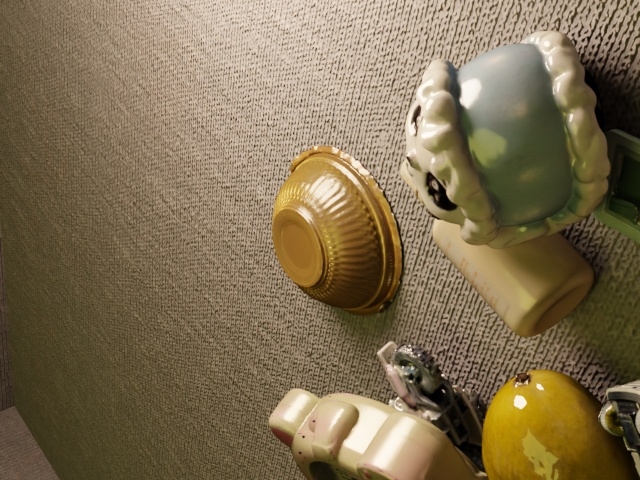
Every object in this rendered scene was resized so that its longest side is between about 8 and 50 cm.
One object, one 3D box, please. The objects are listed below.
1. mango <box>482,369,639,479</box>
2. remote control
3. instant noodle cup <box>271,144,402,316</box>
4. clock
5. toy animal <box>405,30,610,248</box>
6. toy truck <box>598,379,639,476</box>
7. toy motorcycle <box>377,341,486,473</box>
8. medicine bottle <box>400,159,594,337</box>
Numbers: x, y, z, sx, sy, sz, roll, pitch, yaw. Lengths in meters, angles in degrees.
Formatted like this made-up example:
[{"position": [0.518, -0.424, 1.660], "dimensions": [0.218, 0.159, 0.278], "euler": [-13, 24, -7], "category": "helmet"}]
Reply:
[{"position": [0.283, 0.300, 1.102], "dimensions": [0.195, 0.142, 0.331], "euler": [17, 126, 57], "category": "mango"}, {"position": [0.378, -0.010, 0.877], "dimensions": [0.293, 0.051, 0.103], "euler": [37, 135, 45], "category": "remote control"}, {"position": [0.000, 0.000, 1.393], "dimensions": [0.274, 0.091, 0.274], "euler": [30, 130, 44], "category": "instant noodle cup"}, {"position": [0.085, 0.319, 1.260], "dimensions": [0.309, 0.114, 0.284], "euler": [8, 142, 48], "category": "clock"}, {"position": [0.183, -0.106, 0.959], "dimensions": [0.156, 0.204, 0.208], "euler": [37, -140, -75], "category": "toy animal"}, {"position": [0.381, 0.239, 0.954], "dimensions": [0.098, 0.114, 0.227], "euler": [141, 107, -78], "category": "toy truck"}, {"position": [0.129, 0.243, 1.321], "dimensions": [0.204, 0.108, 0.239], "euler": [-2, 106, 56], "category": "toy motorcycle"}, {"position": [0.191, -0.013, 1.085], "dimensions": [0.252, 0.114, 0.114], "euler": [51, 143, 26], "category": "medicine bottle"}]
